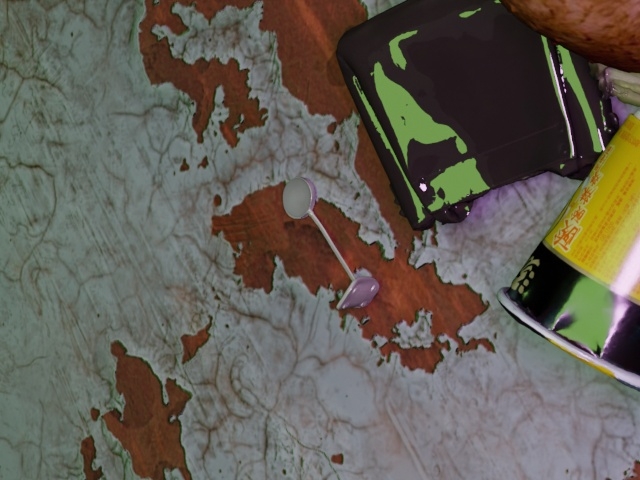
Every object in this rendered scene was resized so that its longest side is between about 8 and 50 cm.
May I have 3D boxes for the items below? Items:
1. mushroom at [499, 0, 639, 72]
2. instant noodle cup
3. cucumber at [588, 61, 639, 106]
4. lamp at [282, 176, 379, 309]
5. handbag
[{"bbox_3d":[0.299,-0.311,1.708,0.356,0.334,0.331,3,54,46],"label":"mushroom"},{"bbox_3d":[0.316,0.009,1.834,0.215,0.215,0.236,36,104,37],"label":"instant noodle cup"},{"bbox_3d":[0.431,-0.166,1.796,0.325,0.105,0.145,19,69,39],"label":"cucumber"},{"bbox_3d":[0.000,0.000,2.204,0.050,0.056,0.198,-56,52,29],"label":"lamp"},{"bbox_3d":[0.173,-0.160,2.015,0.285,0.113,0.257,-21,80,32],"label":"handbag"}]
